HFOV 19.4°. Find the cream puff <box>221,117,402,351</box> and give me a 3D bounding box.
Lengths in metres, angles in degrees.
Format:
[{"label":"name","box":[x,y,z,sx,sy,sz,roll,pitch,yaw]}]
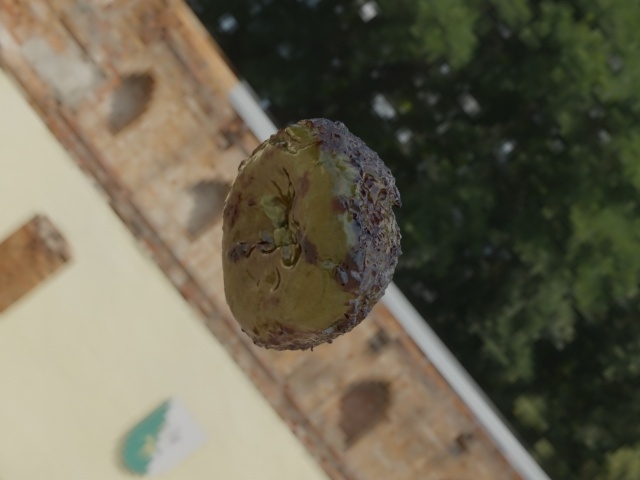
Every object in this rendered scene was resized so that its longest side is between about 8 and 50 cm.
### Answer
[{"label":"cream puff","box":[0.000,0.000,1.137,0.084,0.149,0.149,6,18,-30]}]
